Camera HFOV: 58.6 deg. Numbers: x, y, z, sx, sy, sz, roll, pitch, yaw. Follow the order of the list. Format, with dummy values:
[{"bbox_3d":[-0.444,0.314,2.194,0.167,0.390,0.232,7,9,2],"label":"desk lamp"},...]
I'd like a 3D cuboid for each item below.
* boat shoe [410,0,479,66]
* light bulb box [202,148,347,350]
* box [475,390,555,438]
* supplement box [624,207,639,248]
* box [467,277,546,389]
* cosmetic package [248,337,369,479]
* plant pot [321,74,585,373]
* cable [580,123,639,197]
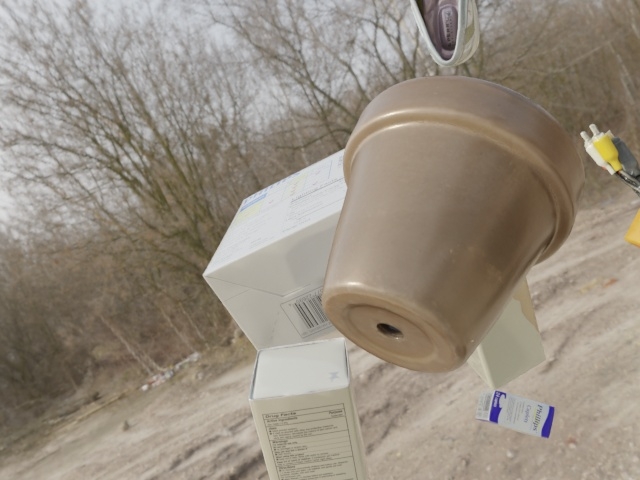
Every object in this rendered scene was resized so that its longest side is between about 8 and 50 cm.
[{"bbox_3d":[0.180,-0.436,0.897,0.118,0.320,0.103,-7,17,23],"label":"boat shoe"},{"bbox_3d":[0.000,0.000,1.188,0.358,0.225,0.361,-24,21,17],"label":"light bulb box"},{"bbox_3d":[0.439,0.394,1.298,0.137,0.072,0.126,15,-14,5],"label":"box"},{"bbox_3d":[0.367,0.022,0.474,0.080,0.233,0.078,-61,22,5],"label":"supplement box"},{"bbox_3d":[0.291,0.100,1.032,0.121,0.311,0.148,-28,30,-6],"label":"box"},{"bbox_3d":[-0.007,0.320,0.914,0.153,0.296,0.129,-7,25,3],"label":"cosmetic package"},{"bbox_3d":[0.111,0.003,0.594,0.263,0.263,0.229,-27,29,58],"label":"plant pot"},{"bbox_3d":[0.662,-0.122,1.230,0.072,0.287,0.139,-28,-19,15],"label":"cable"}]
